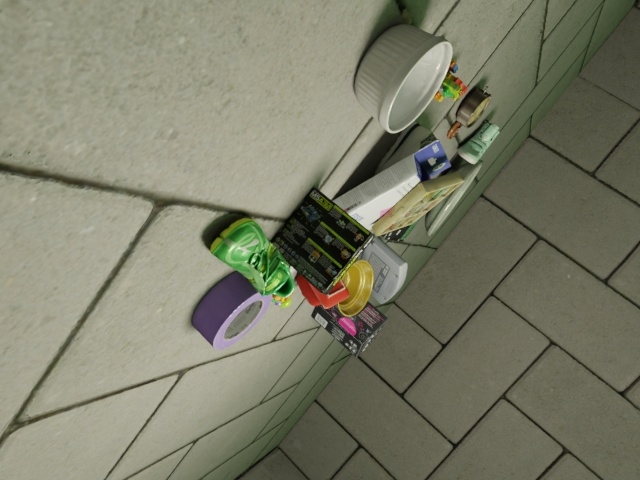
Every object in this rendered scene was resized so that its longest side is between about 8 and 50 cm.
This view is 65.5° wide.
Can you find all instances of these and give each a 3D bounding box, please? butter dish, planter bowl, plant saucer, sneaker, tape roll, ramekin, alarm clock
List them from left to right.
[{"bbox_3d":[-0.210,0.166,1.199,0.189,0.080,0.189,-43,161,-18],"label":"tape roll"},{"bbox_3d":[-0.125,0.045,1.059,0.109,0.123,0.295,-47,152,-1],"label":"sneaker"},{"bbox_3d":[-0.013,0.142,1.550,0.118,0.160,0.160,-33,172,34],"label":"butter dish"},{"bbox_3d":[0.100,0.166,1.856,0.217,0.090,0.217,-22,120,-44],"label":"planter bowl"},{"bbox_3d":[0.162,-0.336,1.020,0.207,0.109,0.207,-43,160,-20],"label":"ramekin"},{"bbox_3d":[0.240,-0.227,1.447,0.090,0.095,0.235,-24,152,-56],"label":"sneaker"},{"bbox_3d":[0.562,-0.204,2.202,0.400,0.100,0.400,-51,168,-15],"label":"plant saucer"},{"bbox_3d":[0.486,-0.404,1.800,0.083,0.013,0.083,-44,162,-19],"label":"plant saucer"},{"bbox_3d":[0.509,-0.437,1.706,0.192,0.064,0.129,-57,161,14],"label":"alarm clock"},{"bbox_3d":[0.656,-0.413,2.047,0.256,0.094,0.151,-43,169,-52],"label":"sneaker"}]

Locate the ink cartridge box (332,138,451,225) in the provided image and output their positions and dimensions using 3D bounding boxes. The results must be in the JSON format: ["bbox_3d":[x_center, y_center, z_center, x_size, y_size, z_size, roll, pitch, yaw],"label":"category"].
[{"bbox_3d":[0.227,-0.142,1.438,0.330,0.071,0.324,-28,167,17],"label":"ink cartridge box"}]

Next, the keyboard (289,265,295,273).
[{"bbox_3d":[-0.002,0.013,1.487,0.256,0.014,0.072,-37,158,-35],"label":"keyboard"}]

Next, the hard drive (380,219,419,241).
[{"bbox_3d":[0.337,-0.107,1.963,0.237,0.064,0.339,-54,161,12],"label":"hard drive"}]

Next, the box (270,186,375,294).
[{"bbox_3d":[0.000,0.000,1.181,0.184,0.190,0.045,-51,160,3],"label":"box"}]

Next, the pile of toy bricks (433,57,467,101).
[{"bbox_3d":[0.325,-0.401,1.278,0.118,0.105,0.212,-51,162,6],"label":"pile of toy bricks"}]

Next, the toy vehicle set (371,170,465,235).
[{"bbox_3d":[0.282,-0.104,1.464,0.166,0.035,0.267,-19,164,-34],"label":"toy vehicle set"}]

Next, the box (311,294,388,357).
[{"bbox_3d":[0.112,0.303,1.956,0.142,0.247,0.163,-36,158,-37],"label":"box"}]

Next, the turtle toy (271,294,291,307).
[{"bbox_3d":[-0.112,0.148,1.410,0.095,0.066,0.130,-43,161,-20],"label":"turtle toy"}]

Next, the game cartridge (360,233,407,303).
[{"bbox_3d":[0.242,0.126,1.992,0.062,0.198,0.297,-39,160,-30],"label":"game cartridge"}]
